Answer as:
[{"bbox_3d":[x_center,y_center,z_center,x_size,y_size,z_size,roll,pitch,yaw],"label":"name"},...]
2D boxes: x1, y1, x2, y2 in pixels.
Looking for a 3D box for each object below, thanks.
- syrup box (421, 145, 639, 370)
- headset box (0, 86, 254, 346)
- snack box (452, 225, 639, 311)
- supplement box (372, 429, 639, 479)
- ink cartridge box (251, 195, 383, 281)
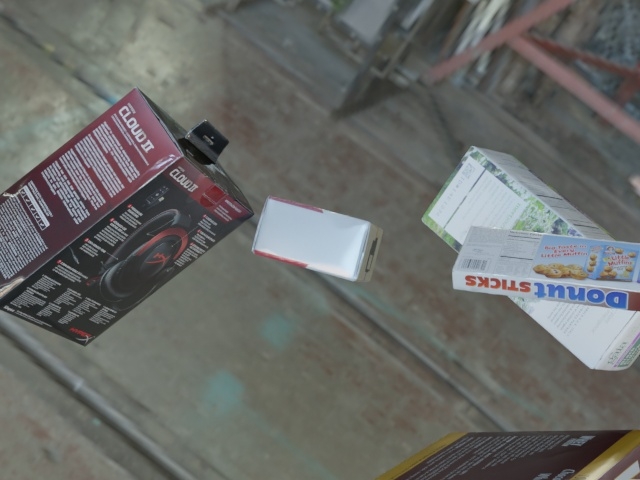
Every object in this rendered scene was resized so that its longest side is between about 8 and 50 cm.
[{"bbox_3d":[0.222,0.016,1.295,0.237,0.093,0.096,42,19,27],"label":"syrup box"},{"bbox_3d":[-0.225,-0.028,1.510,0.110,0.293,0.218,54,6,24],"label":"headset box"},{"bbox_3d":[0.194,0.022,1.017,0.178,0.022,0.064,7,35,18],"label":"snack box"},{"bbox_3d":[0.152,0.237,1.057,0.191,0.194,0.129,-17,99,-55],"label":"supplement box"},{"bbox_3d":[0.000,0.000,1.613,0.127,0.072,0.175,15,0,7],"label":"ink cartridge box"}]
